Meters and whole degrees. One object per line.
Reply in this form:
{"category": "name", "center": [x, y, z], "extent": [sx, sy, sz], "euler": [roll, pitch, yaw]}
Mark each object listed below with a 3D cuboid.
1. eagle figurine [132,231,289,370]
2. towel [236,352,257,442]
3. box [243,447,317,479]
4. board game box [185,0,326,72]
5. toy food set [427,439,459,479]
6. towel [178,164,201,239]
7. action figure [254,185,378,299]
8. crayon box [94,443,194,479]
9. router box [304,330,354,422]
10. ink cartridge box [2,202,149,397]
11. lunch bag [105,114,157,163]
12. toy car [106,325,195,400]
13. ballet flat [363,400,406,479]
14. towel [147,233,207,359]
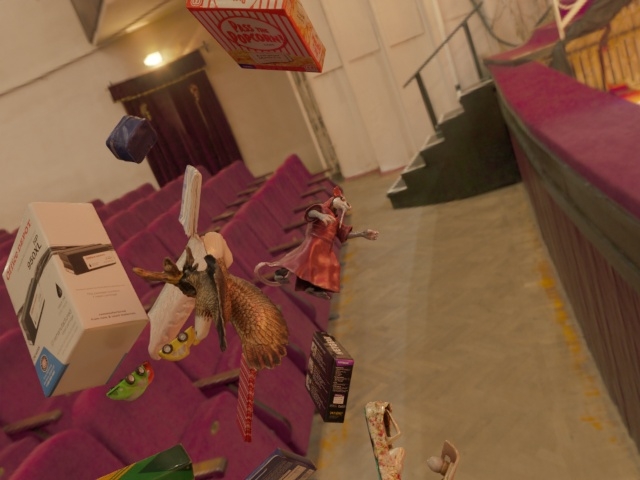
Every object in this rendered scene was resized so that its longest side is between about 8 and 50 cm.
{"category": "eagle figurine", "center": [-0.210, 0.131, 1.134], "extent": [0.298, 0.225, 0.226], "euler": [19, 31, 36]}
{"category": "towel", "center": [-0.271, 0.569, 1.954], "extent": [0.031, 0.274, 0.199], "euler": [3, 3, -19]}
{"category": "box", "center": [-0.111, 0.583, 1.331], "extent": [0.136, 0.225, 0.036], "euler": [-43, 52, -2]}
{"category": "board game box", "center": [-0.088, -0.317, 0.806], "extent": [0.147, 0.045, 0.193], "euler": [8, -6, 17]}
{"category": "toy food set", "center": [0.341, 0.809, 1.690], "extent": [0.093, 0.219, 0.306], "euler": [21, 47, 24]}
{"category": "towel", "center": [-0.426, -0.134, 1.745], "extent": [0.034, 0.209, 0.285], "euler": [5, 12, -21]}
{"category": "action figure", "center": [0.000, 0.000, 1.724], "extent": [0.276, 0.248, 0.370], "euler": [-4, 60, 43]}
{"category": "crayon box", "center": [-0.444, 0.626, 1.225], "extent": [0.319, 0.202, 0.081], "euler": [-16, 26, -30]}
{"category": "router box", "center": [0.015, 0.282, 1.132], "extent": [0.046, 0.133, 0.179], "euler": [7, 7, -15]}
{"category": "ink cartridge box", "center": [-0.626, 0.137, 1.342], "extent": [0.166, 0.394, 0.285], "euler": [-2, -42, -49]}
{"category": "lunch bag", "center": [-0.395, -0.215, 1.121], "extent": [0.065, 0.067, 0.098], "euler": [14, 62, 20]}
{"category": "toy car", "center": [-0.390, 0.301, 1.195], "extent": [0.239, 0.053, 0.225], "euler": [-38, 2, 15]}
{"category": "ballet flat", "center": [0.162, 0.494, 1.301], "extent": [0.077, 0.091, 0.240], "euler": [-24, 46, 11]}
{"category": "towel", "center": [-0.421, 0.153, 1.613], "extent": [0.331, 0.053, 0.317], "euler": [-59, 24, 3]}
